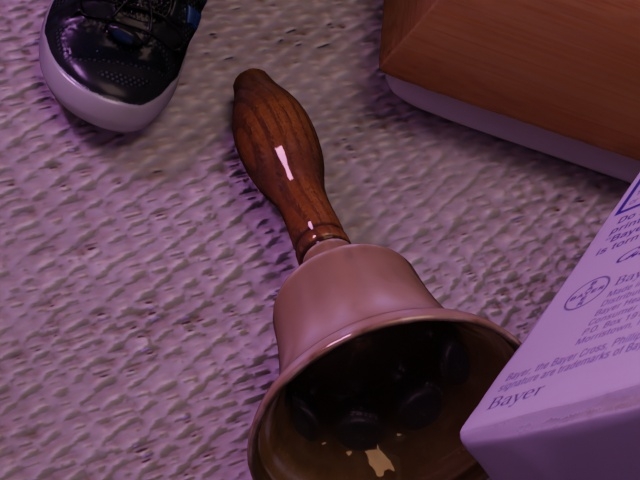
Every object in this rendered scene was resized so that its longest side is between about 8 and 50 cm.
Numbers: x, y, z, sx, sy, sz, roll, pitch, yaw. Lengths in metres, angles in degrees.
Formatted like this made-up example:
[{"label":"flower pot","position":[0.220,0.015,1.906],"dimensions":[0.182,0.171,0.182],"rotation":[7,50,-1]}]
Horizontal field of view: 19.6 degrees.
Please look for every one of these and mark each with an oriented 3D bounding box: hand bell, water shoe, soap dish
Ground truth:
[{"label":"hand bell","position":[0.000,0.000,0.847],"dimensions":[0.126,0.126,0.242],"rotation":[4,39,-23]},{"label":"water shoe","position":[-0.085,-0.142,0.918],"dimensions":[0.073,0.080,0.203],"rotation":[21,47,-9]},{"label":"soap dish","position":[0.157,-0.174,1.039],"dimensions":[0.229,0.118,0.291],"rotation":[18,47,-12]}]

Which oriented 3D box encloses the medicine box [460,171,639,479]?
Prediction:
[{"label":"medicine box","position":[0.236,0.083,0.776],"dimensions":[0.263,0.149,0.289],"rotation":[55,45,-14]}]
